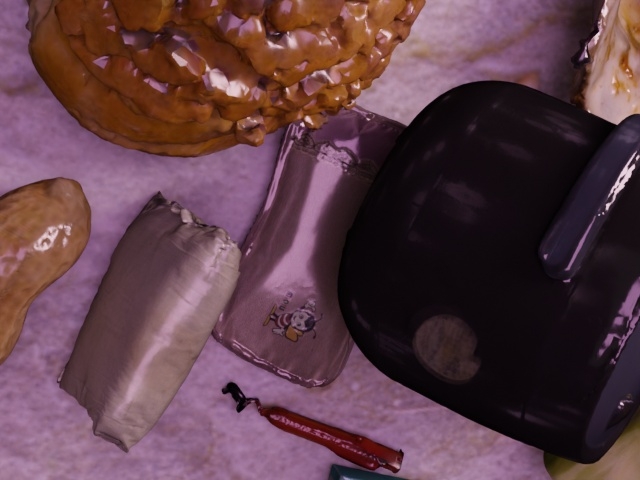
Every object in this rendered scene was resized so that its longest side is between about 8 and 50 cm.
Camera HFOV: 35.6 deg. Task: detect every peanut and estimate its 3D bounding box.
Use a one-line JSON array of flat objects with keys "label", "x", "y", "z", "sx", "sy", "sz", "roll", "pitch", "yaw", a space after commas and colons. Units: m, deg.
[{"label": "peanut", "x": -0.238, "y": 0.033, "z": 0.732, "sx": 0.089, "sy": 0.089, "sz": 0.193, "roll": 41, "pitch": 83, "yaw": -14}]

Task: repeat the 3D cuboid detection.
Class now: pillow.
[{"label": "pillow", "x": 0.000, "y": 0.000, "z": 0.811, "sx": 0.131, "sy": 0.038, "sz": 0.232, "roll": 25, "pitch": 91, "yaw": -14}, {"label": "pillow", "x": -0.129, "y": 0.062, "z": 0.741, "sx": 0.078, "sy": 0.134, "sz": 0.181, "roll": 30, "pitch": 88, "yaw": -27}]

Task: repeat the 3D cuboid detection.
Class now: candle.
[{"label": "candle", "x": -0.007, "y": 0.159, "z": 0.833, "sx": 0.167, "sy": 0.021, "sz": 0.026, "roll": 25, "pitch": 88, "yaw": -15}]

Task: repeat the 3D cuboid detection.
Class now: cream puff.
[{"label": "cream puff", "x": -0.073, "y": -0.224, "z": 0.675, "sx": 0.327, "sy": 0.231, "sz": 0.343, "roll": 30, "pitch": 88, "yaw": -18}]

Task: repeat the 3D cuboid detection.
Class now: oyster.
[{"label": "oyster", "x": 0.268, "y": -0.212, "z": 0.809, "sx": 0.198, "sy": 0.133, "sz": 0.337, "roll": -18, "pitch": 97, "yaw": -9}]

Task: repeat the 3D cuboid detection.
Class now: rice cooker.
[{"label": "rice cooker", "x": 0.152, "y": 0.016, "z": 0.732, "sx": 0.224, "sy": 0.267, "sz": 0.267, "roll": 28, "pitch": 88, "yaw": 28}]

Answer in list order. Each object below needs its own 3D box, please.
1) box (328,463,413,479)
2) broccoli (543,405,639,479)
[{"label": "box", "x": 0.058, "y": 0.319, "z": 0.854, "sx": 0.162, "sy": 0.041, "sz": 0.229, "roll": 14, "pitch": 92, "yaw": -14}, {"label": "broccoli", "x": 0.352, "y": 0.091, "z": 0.833, "sx": 0.221, "sy": 0.252, "sz": 0.361, "roll": 40, "pitch": 128, "yaw": -21}]
